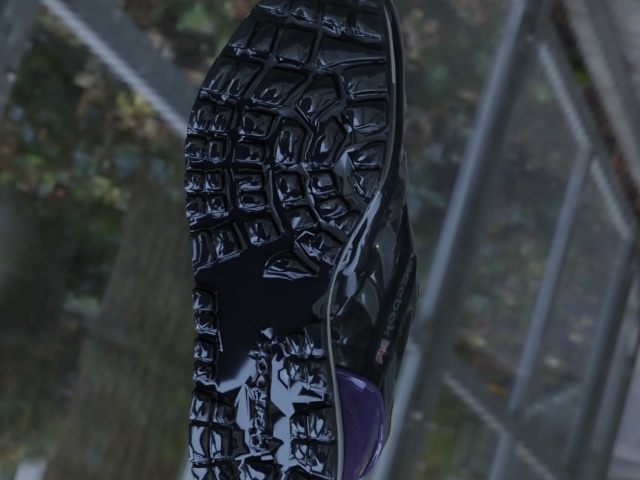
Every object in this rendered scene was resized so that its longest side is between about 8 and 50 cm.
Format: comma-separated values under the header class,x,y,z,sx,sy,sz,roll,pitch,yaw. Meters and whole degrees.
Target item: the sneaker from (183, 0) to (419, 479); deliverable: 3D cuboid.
class,x,y,z,sx,sy,sz,roll,pitch,yaw
sneaker,0.000,0.000,0.966,0.107,0.283,0.124,15,-163,23
